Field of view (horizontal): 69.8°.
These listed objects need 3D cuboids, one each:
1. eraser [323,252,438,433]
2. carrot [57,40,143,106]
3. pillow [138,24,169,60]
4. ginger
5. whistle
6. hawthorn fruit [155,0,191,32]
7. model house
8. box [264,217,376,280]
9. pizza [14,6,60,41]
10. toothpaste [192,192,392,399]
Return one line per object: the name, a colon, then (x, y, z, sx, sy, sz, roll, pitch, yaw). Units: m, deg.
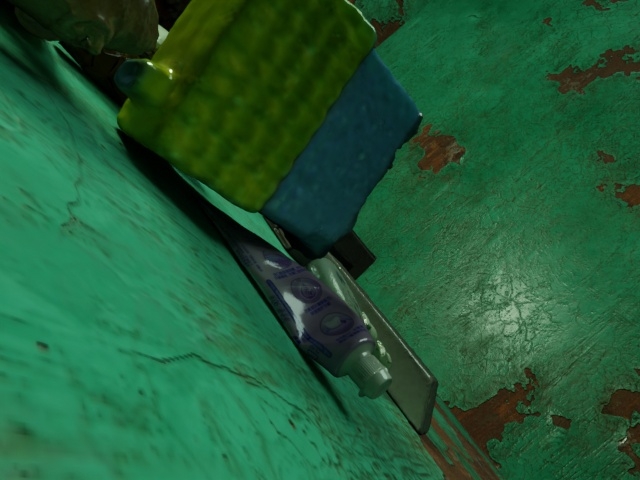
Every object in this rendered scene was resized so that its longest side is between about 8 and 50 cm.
eraser: (0.097, 0.175, 0.831, 0.352, 0.077, 0.111, 51, 4, 27)
carrot: (-0.216, -0.183, 0.564, 0.069, 0.069, 0.228, 51, 3, 38)
pillow: (-0.267, -0.277, 0.592, 0.229, 0.051, 0.128, 29, 4, 14)
ginger: (-0.196, -0.199, 0.316, 0.333, 0.081, 0.148, -63, 134, -65)
whistle: (0.035, 0.117, 0.651, 0.258, 0.067, 0.126, 54, 9, -39)
hawthorn fruit: (-0.311, -0.456, 0.906, 0.311, 0.295, 0.295, 10, -22, 31)
model house: (-0.060, -0.147, 0.523, 0.215, 0.237, 0.303, 34, 0, 33)
box: (0.002, -0.006, 1.140, 0.252, 0.153, 0.188, 47, 2, -43)
pizza: (-0.338, -0.329, 0.424, 0.365, 0.074, 0.182, 53, -1, 4)
toothpaste: (-0.039, 0.046, 0.488, 0.075, 0.048, 0.301, 1, 35, -51)
